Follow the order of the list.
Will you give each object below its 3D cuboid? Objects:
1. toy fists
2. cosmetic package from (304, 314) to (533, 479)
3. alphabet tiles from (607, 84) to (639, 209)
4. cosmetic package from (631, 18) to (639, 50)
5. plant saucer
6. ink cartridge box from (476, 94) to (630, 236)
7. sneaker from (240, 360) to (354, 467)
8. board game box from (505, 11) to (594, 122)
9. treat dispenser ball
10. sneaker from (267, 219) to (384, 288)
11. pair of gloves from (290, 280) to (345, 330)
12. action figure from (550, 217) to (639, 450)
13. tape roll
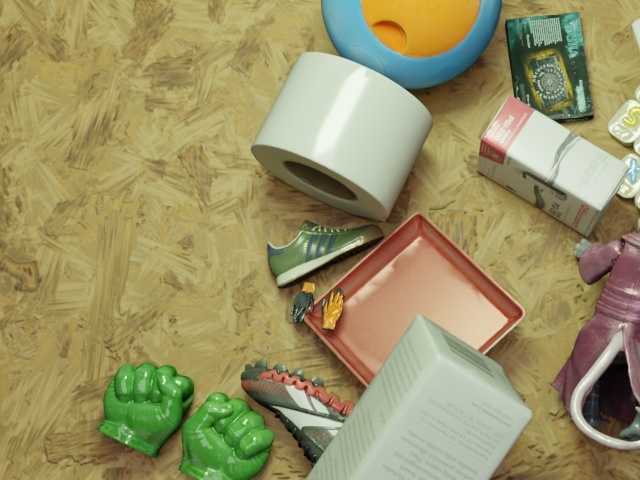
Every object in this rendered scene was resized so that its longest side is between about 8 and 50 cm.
[{"bbox_3d":[-0.210,0.284,1.879,0.279,0.096,0.142,23,78,12],"label":"toy fists"},{"bbox_3d":[0.090,0.352,1.692,0.161,0.230,0.453,33,98,-8],"label":"cosmetic package"},{"bbox_3d":[0.601,-0.152,1.905,0.284,0.021,0.278,42,93,29],"label":"alphabet tiles"},{"bbox_3d":[0.628,-0.173,1.797,0.217,0.156,0.385,-21,66,19],"label":"cosmetic package"},{"bbox_3d":[0.147,0.123,1.886,0.259,0.048,0.258,-42,62,-5],"label":"plant saucer"},{"bbox_3d":[0.361,-0.114,1.892,0.217,0.158,0.092,31,79,12],"label":"ink cartridge box"},{"bbox_3d":[-0.011,0.284,1.858,0.276,0.098,0.135,24,77,9],"label":"sneaker"},{"bbox_3d":[0.380,-0.285,2.001,0.126,0.026,0.186,-5,75,4],"label":"board game box"},{"bbox_3d":[0.144,-0.386,1.913,0.288,0.288,0.288,-1,76,5],"label":"treat dispenser ball"},{"bbox_3d":[0.000,0.000,1.942,0.192,0.064,0.086,-26,78,5],"label":"sneaker"},{"bbox_3d":[-0.004,0.103,1.907,0.083,0.010,0.074,11,69,21],"label":"pair of gloves"},{"bbox_3d":[0.445,0.102,1.772,0.248,0.275,0.370,15,94,28],"label":"action figure"},{"bbox_3d":[0.034,-0.162,1.891,0.246,0.246,0.169,24,80,10],"label":"tape roll"}]
